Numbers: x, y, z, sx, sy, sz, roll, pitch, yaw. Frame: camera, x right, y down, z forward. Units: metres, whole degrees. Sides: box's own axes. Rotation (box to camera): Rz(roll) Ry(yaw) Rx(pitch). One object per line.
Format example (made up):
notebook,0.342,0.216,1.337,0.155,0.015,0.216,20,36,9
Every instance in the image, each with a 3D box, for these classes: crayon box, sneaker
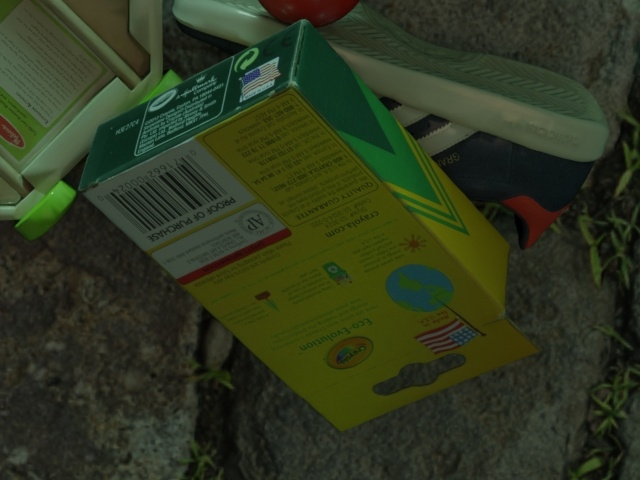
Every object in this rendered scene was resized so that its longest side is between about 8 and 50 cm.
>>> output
crayon box,0.000,0.000,1.500,0.202,0.081,0.318,-24,126,29
sneaker,0.039,-0.091,1.545,0.350,0.131,0.148,21,116,-3

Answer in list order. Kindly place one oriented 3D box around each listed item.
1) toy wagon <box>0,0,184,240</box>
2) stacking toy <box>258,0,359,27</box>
toy wagon,-0.283,-0.122,1.515,0.344,0.068,0.267,-45,104,2
stacking toy,0.085,-0.268,1.472,0.330,0.141,0.141,-39,104,-13
